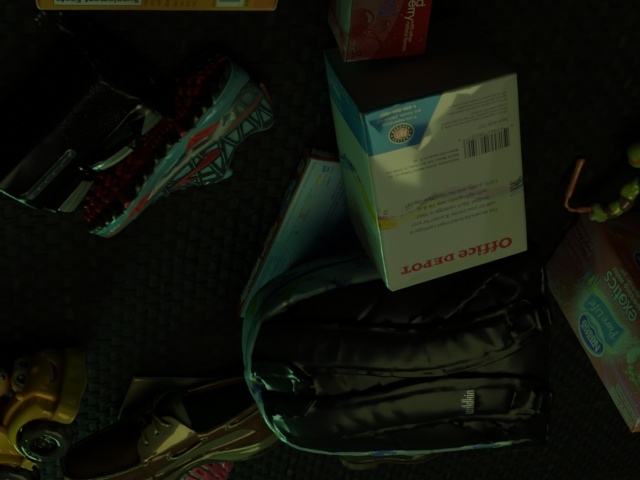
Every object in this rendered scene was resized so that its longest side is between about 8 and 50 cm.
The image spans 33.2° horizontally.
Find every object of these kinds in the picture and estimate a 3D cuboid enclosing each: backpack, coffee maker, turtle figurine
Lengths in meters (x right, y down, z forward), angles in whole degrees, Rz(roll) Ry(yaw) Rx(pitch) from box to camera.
[{"bbox_3d":[0.079,0.133,1.329,0.355,0.273,0.290,-14,112,-14],"label":"backpack"},{"bbox_3d":[-0.267,-0.133,1.096,0.178,0.120,0.171,-40,112,18],"label":"coffee maker"},{"bbox_3d":[0.479,-0.083,1.424,0.217,0.087,0.269,34,113,-28],"label":"turtle figurine"}]

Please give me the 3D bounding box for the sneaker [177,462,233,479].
[{"bbox_3d":[-0.208,0.379,1.680,0.170,0.075,0.063,-48,117,-3],"label":"sneaker"}]

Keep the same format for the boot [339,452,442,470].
[{"bbox_3d":[0.132,0.303,1.719,0.219,0.082,0.106,-15,141,-4],"label":"boot"}]

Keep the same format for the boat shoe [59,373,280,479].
[{"bbox_3d":[-0.206,0.260,1.505,0.323,0.123,0.120,-17,134,-16],"label":"boat shoe"}]

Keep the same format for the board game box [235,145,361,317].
[{"bbox_3d":[0.000,0.000,1.390,0.145,0.027,0.281,6,131,-25],"label":"board game box"}]

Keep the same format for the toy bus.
[{"bbox_3d":[-0.431,0.216,1.372,0.211,0.149,0.220,29,118,-23],"label":"toy bus"}]

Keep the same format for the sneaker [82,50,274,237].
[{"bbox_3d":[-0.154,-0.082,1.186,0.262,0.104,0.125,-41,137,21],"label":"sneaker"}]

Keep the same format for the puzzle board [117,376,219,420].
[{"bbox_3d":[-0.221,0.228,1.551,0.128,0.011,0.096,5,133,-26],"label":"puzzle board"}]

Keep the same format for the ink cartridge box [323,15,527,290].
[{"bbox_3d":[0.116,-0.098,1.198,0.171,0.168,0.233,-15,125,-7],"label":"ink cartridge box"}]

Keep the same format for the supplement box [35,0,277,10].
[{"bbox_3d":[-0.155,-0.268,1.011,0.233,0.078,0.080,-2,138,-19],"label":"supplement box"}]

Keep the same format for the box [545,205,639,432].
[{"bbox_3d":[0.451,0.105,1.477,0.154,0.300,0.142,4,132,-26],"label":"box"}]

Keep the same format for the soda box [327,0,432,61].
[{"bbox_3d":[0.066,-0.308,1.053,0.092,0.083,0.263,-8,137,-13],"label":"soda box"}]
